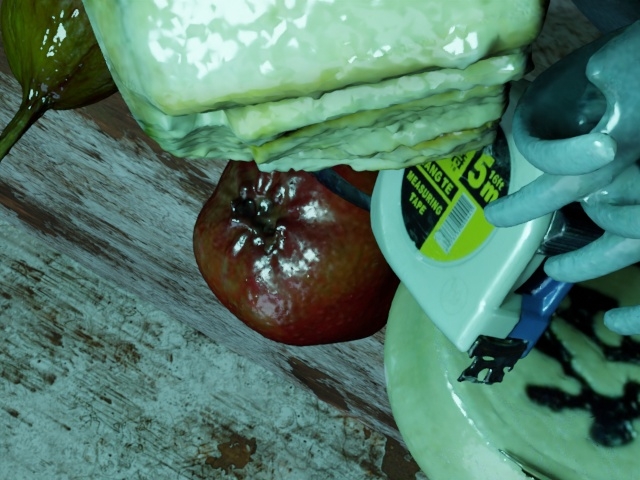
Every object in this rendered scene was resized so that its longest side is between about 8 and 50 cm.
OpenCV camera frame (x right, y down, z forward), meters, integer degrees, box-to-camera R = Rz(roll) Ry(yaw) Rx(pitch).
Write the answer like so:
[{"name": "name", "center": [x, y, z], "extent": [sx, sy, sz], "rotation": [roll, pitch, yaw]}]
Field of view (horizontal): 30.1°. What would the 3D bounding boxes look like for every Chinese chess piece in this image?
[{"name": "Chinese chess piece", "center": [0.234, 0.113, 1.124], "extent": [0.349, 0.349, 0.146], "rotation": [32, 148, 2]}]

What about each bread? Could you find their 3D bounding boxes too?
[{"name": "bread", "center": [-0.024, -0.168, 0.740], "extent": [0.264, 0.239, 0.395], "rotation": [-10, 176, 2]}]

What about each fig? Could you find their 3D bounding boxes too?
[{"name": "fig", "center": [-0.292, -0.196, 1.362], "extent": [0.191, 0.290, 0.190], "rotation": [13, 180, 0]}]

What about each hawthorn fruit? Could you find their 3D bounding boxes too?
[{"name": "hawthorn fruit", "center": [0.000, 0.000, 1.426], "extent": [0.265, 0.265, 0.307], "rotation": [24, -177, 28]}]

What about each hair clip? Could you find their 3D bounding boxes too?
[{"name": "hair clip", "center": [0.287, -0.044, 0.786], "extent": [0.318, 0.238, 0.392], "rotation": [40, 163, -14]}]

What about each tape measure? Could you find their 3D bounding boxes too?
[{"name": "tape measure", "center": [0.106, -0.066, 1.031], "extent": [0.098, 0.215, 0.351], "rotation": [11, -151, -38]}]
